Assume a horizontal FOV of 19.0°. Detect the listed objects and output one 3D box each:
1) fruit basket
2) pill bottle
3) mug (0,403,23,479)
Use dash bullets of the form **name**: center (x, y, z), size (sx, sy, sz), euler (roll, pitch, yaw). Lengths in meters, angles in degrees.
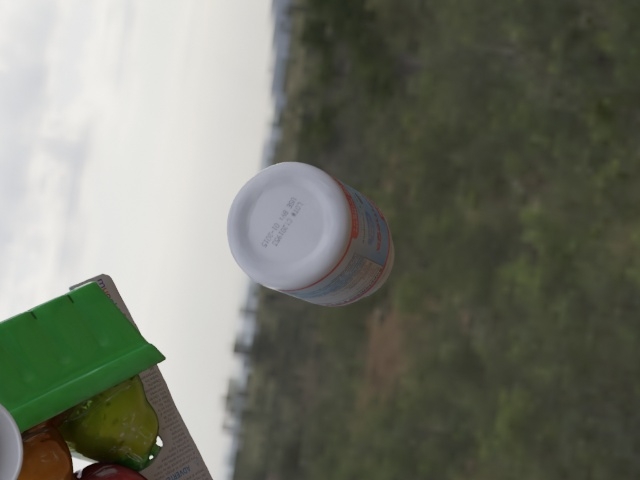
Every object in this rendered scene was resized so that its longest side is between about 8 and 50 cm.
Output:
- **fruit basket**: center (-0.248, 0.238, 1.888), size (0.327, 0.165, 0.353), euler (-27, -84, -47)
- **pill bottle**: center (0.000, 0.000, 1.342), size (0.160, 0.087, 0.087), euler (24, -107, -71)
- **mug**: center (-0.204, 0.110, 1.017), size (0.064, 0.078, 0.062), euler (-22, 32, 57)
